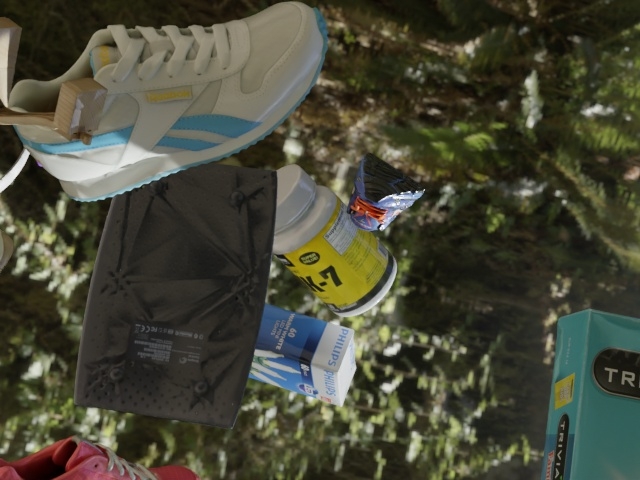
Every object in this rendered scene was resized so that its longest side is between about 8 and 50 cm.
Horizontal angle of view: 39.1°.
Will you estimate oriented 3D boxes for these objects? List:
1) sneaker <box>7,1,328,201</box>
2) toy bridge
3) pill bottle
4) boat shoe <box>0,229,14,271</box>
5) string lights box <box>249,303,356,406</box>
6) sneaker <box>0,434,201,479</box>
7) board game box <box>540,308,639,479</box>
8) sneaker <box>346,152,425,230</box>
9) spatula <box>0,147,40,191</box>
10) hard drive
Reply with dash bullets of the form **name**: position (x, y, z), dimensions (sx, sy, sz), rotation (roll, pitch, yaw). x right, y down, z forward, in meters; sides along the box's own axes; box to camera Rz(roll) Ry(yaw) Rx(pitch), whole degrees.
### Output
- **sneaker**: position (-0.103, -0.106, 0.616), dimensions (0.229, 0.092, 0.087), rotation (-24, -132, 11)
- **toy bridge**: position (-0.208, -0.110, 0.575), dimensions (0.026, 0.188, 0.063), rotation (-22, 142, -52)
- **pill bottle**: position (0.000, 0.000, 1.240), dimensions (0.119, 0.208, 0.119), rotation (-33, -151, 21)
- **boat shoe**: position (-0.314, 0.070, 0.556), dimensions (0.103, 0.092, 0.285), rotation (-18, -151, 49)
- **string lights box**: position (-0.079, 0.159, 1.379), dimensions (0.133, 0.260, 0.076), rotation (83, 26, -56)
- **sneaker**: position (-0.261, 0.295, 1.068), dimensions (0.116, 0.314, 0.136), rotation (18, -77, 43)
- **board game box**: position (0.330, 0.253, 0.821), dimensions (0.079, 0.254, 0.335), rotation (123, -22, -76)
- **sneaker**: position (0.073, -0.049, 1.098), dimensions (0.087, 0.083, 0.221), rotation (-59, 173, 6)
- **spatula**: position (-0.321, -0.058, 0.887), dimensions (0.296, 0.030, 0.084), rotation (-39, 162, -31)
- **hard drive**: position (-0.136, 0.048, 0.887), dimensions (0.054, 0.172, 0.254), rotation (76, 22, -75)
